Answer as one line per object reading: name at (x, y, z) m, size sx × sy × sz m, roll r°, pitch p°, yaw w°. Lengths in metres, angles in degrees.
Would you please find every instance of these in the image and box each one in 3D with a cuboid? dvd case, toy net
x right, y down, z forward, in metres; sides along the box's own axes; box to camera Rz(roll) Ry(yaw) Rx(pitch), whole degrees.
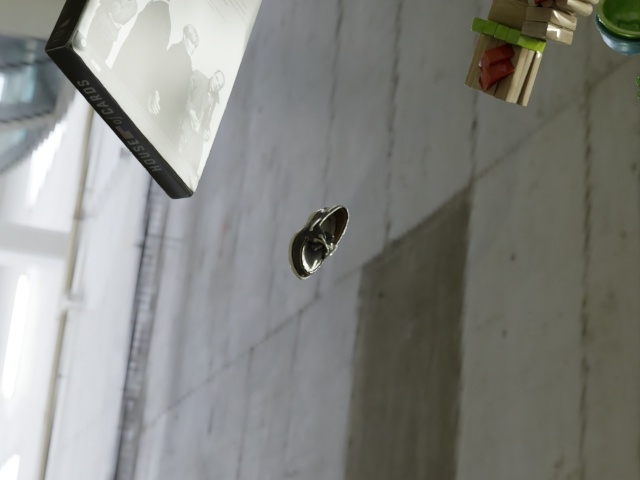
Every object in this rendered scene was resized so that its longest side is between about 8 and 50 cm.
dvd case at (-0.122, -0.180, 1.097) m, size 0.029 × 0.179 × 0.238 m, roll -7°, pitch -129°, yaw 29°
toy net at (0.370, -0.201, 1.262) m, size 0.045 × 0.232 × 0.122 m, roll 88°, pitch -22°, yaw -47°

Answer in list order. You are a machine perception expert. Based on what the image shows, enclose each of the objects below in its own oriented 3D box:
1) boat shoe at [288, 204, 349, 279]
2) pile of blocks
boat shoe at (0.000, 0.000, 1.570) m, size 0.038 × 0.046 × 0.125 m, roll -19°, pitch -160°, yaw 30°
pile of blocks at (0.316, -0.354, 1.993) m, size 0.362 × 0.112 × 0.149 m, roll -51°, pitch -118°, yaw 23°
